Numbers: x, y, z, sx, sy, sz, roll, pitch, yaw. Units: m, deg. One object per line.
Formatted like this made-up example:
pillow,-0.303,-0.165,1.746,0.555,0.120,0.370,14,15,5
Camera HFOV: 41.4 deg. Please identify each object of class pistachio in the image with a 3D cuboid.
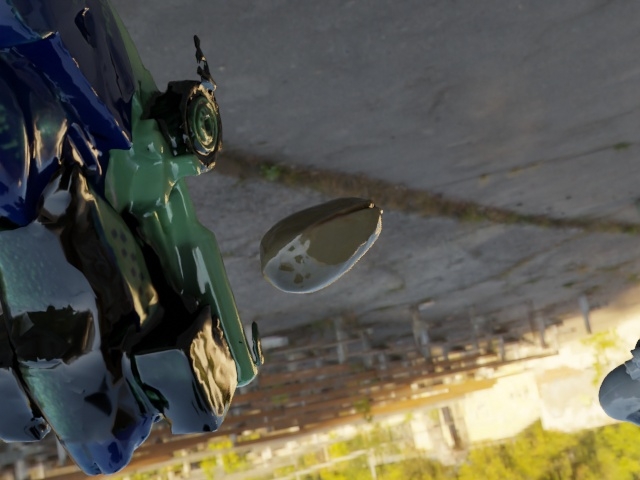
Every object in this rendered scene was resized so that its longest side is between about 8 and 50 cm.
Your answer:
pistachio,0.000,0.000,1.141,0.185,0.108,0.126,-29,155,-14

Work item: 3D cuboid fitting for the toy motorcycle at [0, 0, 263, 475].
toy motorcycle,-0.130,-0.050,0.370,0.125,0.331,0.196,-6,-154,18

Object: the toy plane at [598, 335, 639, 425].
toy plane,0.538,0.211,1.262,0.244,0.118,0.245,-8,139,-7
